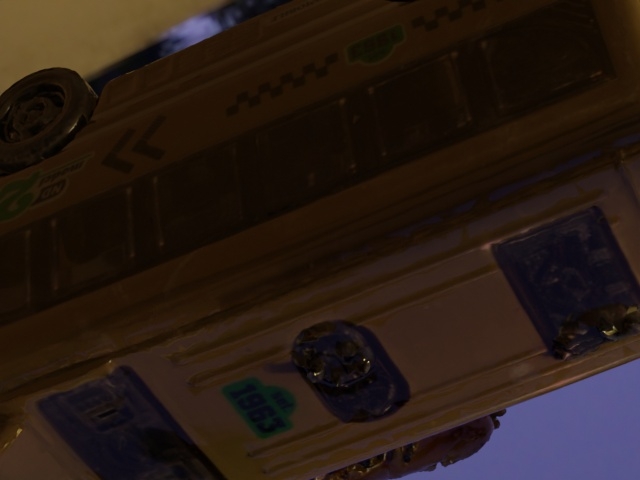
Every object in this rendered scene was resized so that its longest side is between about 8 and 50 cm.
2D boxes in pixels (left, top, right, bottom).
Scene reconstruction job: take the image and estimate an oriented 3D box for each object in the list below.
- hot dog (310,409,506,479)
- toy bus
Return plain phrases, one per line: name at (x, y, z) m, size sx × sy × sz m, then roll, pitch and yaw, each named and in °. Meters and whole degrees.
hot dog at (-0.023, 0.078, 0.913) m, size 0.268 × 0.144 × 0.075 m, roll -12°, pitch -153°, yaw -18°
toy bus at (0.000, 0.000, 0.635) m, size 0.290 × 0.139 × 0.157 m, roll -21°, pitch -138°, yaw 13°
